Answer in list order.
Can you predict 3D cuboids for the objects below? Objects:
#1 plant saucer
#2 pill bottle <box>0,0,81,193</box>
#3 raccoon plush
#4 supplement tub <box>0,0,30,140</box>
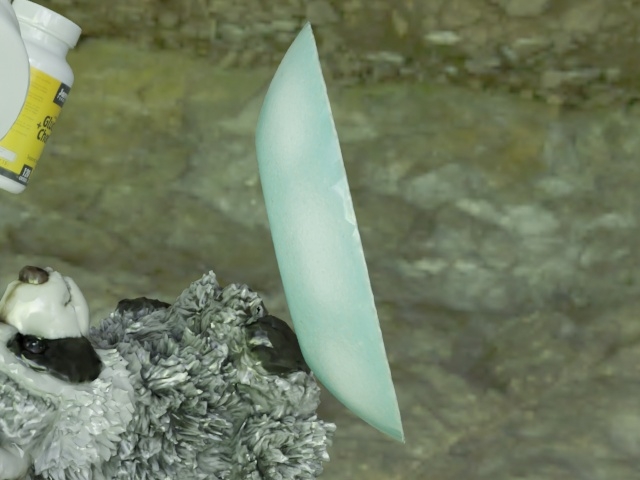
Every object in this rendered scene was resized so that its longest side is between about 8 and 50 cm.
[{"bbox_3d":[0.000,0.000,0.561,0.037,0.195,0.195,-13,176,1],"label":"plant saucer"},{"bbox_3d":[-0.316,-0.148,1.264,0.103,0.184,0.103,24,177,1],"label":"pill bottle"},{"bbox_3d":[-0.147,0.226,0.942,0.299,0.446,0.216,-20,-173,-40],"label":"raccoon plush"},{"bbox_3d":[-0.269,-0.163,0.609,0.191,0.272,0.191,-23,157,-11],"label":"supplement tub"}]
